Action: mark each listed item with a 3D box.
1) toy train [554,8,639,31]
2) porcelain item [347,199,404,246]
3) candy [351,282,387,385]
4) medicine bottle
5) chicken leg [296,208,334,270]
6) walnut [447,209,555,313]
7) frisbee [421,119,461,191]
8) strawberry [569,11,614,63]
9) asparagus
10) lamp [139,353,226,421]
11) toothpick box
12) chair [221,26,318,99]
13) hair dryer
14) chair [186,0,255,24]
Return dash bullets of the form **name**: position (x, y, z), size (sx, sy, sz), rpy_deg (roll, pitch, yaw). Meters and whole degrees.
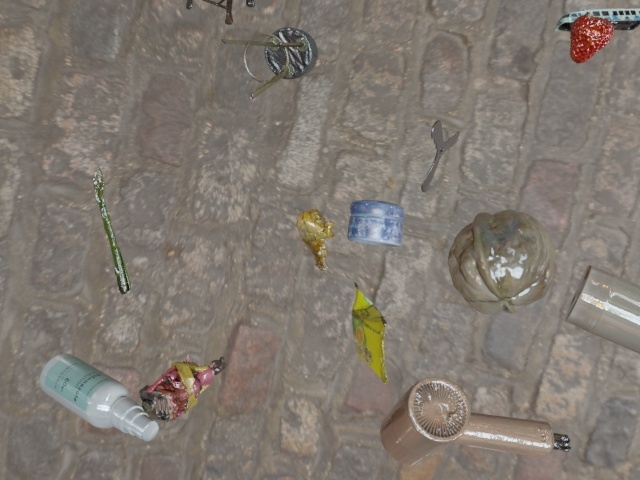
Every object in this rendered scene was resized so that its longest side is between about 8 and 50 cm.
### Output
- **toy train**: position (0.611, -0.483, 1.471), size (0.207, 0.043, 0.047), rpy_deg (-7, 77, -14)
- **porcelain item**: position (0.148, -0.047, 1.773), size (0.147, 0.147, 0.114), rpy_deg (7, 86, -8)
- **candy**: position (0.133, 0.246, 1.820), size (0.081, 0.297, 0.187), rpy_deg (-6, 106, -8)
- **medicine bottle**: position (-0.502, 0.367, 1.536), size (0.352, 0.110, 0.110), rpy_deg (17, 98, 34)
- **chicken leg**: position (-0.003, 0.000, 1.836), size (0.101, 0.085, 0.207), rpy_deg (-9, 130, 10)
- **walnut**: position (0.365, 0.038, 1.359), size (0.224, 0.224, 0.224), rpy_deg (-1, 98, -7)
- **frisbee**: position (0.318, -0.238, 1.749), size (0.012, 0.187, 0.211), rpy_deg (27, 131, 26)
- **strawberry**: position (0.446, -0.334, 1.109), size (0.073, 0.073, 0.083), rpy_deg (5, 115, -8)
- **asparagus**: position (-0.366, -0.015, 1.168), size (0.023, 0.022, 0.233), rpy_deg (-10, 110, -7)
- **lamp**: position (-0.339, 0.350, 1.665), size (0.118, 0.253, 0.118), rpy_deg (9, 114, 21)
- **toothpick box**: position (0.527, 0.128, 1.151), size (0.180, 0.111, 0.111), rpy_deg (25, 95, 17)
- **chair**: position (-0.083, -0.320, 1.152), size (0.095, 0.221, 0.104), rpy_deg (39, 116, 5)
- **hair dryer**: position (0.157, 0.191, 0.660), size (0.181, 0.117, 0.064), rpy_deg (10, 58, -4)
- **chair**: position (-0.196, -0.561, 1.304), size (0.113, 0.106, 0.229), rpy_deg (7, 81, -35)
